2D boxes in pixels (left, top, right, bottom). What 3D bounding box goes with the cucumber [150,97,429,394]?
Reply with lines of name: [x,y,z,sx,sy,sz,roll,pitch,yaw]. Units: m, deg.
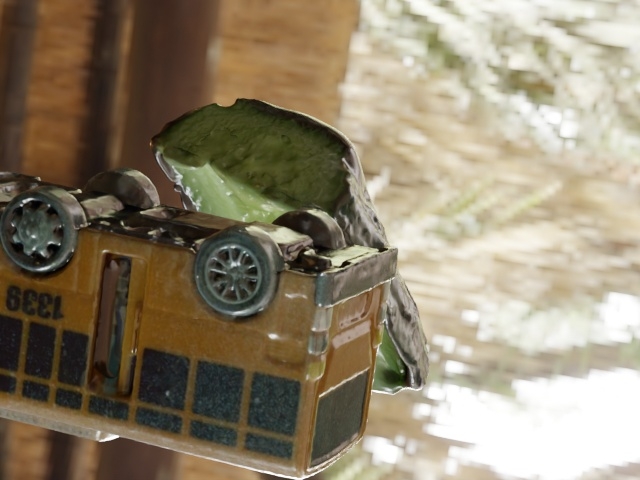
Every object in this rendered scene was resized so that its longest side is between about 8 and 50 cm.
cucumber: [0.000,0.000,1.142,0.086,0.115,0.193,-46,-59,-36]

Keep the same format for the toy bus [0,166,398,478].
toy bus: [-0.071,0.031,0.800,0.091,0.182,0.103,-21,-59,-68]
